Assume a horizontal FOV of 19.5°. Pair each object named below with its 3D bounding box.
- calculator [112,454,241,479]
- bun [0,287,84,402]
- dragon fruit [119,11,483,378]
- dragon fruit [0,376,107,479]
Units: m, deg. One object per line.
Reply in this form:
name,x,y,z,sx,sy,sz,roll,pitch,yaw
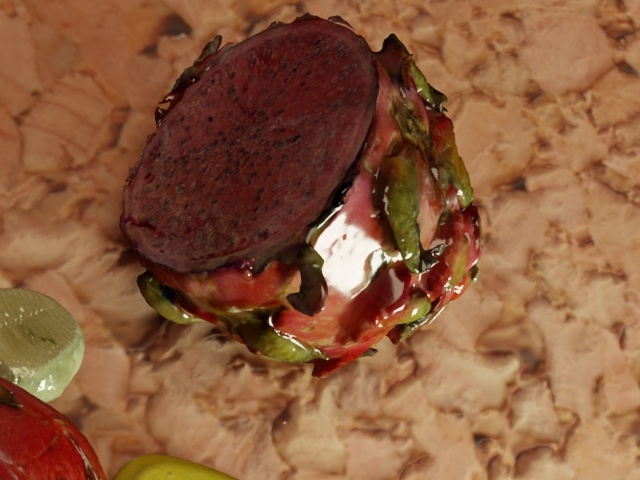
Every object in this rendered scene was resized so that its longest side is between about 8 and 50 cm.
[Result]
calculator,-0.110,0.255,1.557,0.234,0.032,0.146,21,58,-15
bun,-0.254,0.095,1.551,0.115,0.069,0.115,17,39,-14
dragon fruit,0.000,0.000,1.622,0.263,0.296,0.314,47,44,-39
dragon fruit,-0.284,0.202,1.388,0.241,0.252,0.241,5,84,-53
